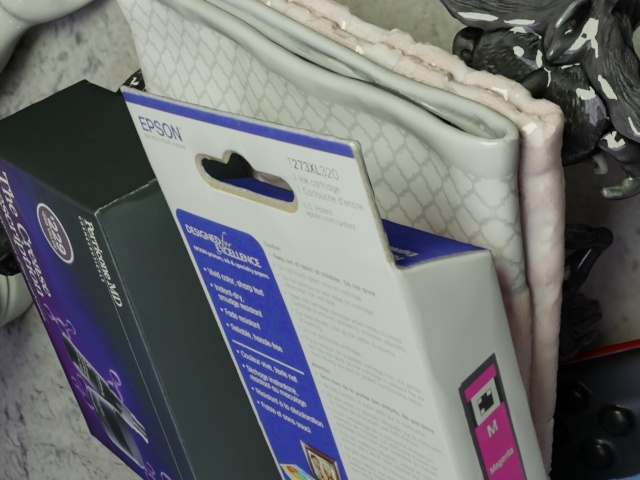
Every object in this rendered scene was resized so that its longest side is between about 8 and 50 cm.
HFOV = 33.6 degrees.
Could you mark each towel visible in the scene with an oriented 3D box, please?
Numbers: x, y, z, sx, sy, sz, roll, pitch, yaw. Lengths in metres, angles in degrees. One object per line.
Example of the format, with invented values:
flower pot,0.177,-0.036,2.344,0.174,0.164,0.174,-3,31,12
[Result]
towel,0.000,0.000,0.635,0.332,0.053,0.317,33,145,37

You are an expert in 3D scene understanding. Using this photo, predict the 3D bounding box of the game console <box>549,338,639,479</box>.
game console,0.271,0.233,0.666,0.342,0.060,0.386,-18,101,36

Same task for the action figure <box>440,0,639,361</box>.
action figure,0.130,-0.056,0.574,0.164,0.141,0.276,36,145,22

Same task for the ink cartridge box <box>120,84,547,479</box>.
ink cartridge box,0.026,0.082,0.558,0.175,0.069,0.371,19,139,47

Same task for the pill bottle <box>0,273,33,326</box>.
pill bottle,-0.388,0.065,0.827,0.188,0.334,0.188,13,117,27

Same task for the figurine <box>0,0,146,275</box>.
figurine,-0.215,-0.111,0.808,0.209,0.092,0.215,-30,93,29

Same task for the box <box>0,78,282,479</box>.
box,-0.112,0.045,0.701,0.184,0.103,0.261,22,136,45
